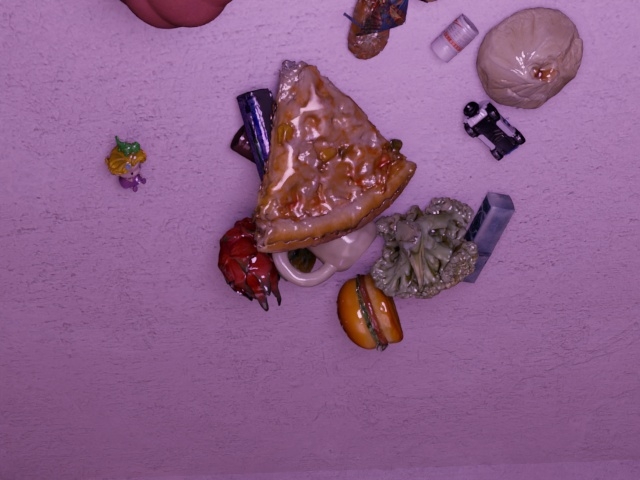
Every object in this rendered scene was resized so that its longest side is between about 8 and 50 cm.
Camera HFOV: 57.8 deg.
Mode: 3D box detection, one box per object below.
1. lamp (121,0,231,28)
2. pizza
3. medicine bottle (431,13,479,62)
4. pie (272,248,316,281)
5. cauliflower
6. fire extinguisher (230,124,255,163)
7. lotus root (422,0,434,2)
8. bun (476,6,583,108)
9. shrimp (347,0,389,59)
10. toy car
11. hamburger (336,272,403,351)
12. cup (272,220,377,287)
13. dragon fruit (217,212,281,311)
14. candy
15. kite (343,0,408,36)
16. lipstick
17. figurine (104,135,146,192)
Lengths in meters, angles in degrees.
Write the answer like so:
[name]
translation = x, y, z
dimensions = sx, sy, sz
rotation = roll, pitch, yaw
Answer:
[lamp]
translation = -0.247, -0.531, 1.031
dimensions = 0.305, 0.239, 0.306
rotation = 5, 101, 28
[pizza]
translation = 0.052, -0.163, 1.358
dimensions = 0.391, 0.080, 0.435
rotation = 9, 96, -27
[medicine bottle]
translation = 0.286, -0.429, 1.232
dimensions = 0.057, 0.057, 0.089
rotation = 32, 127, -26
[pie]
translation = -0.069, 0.026, 1.592
dimensions = 0.041, 0.187, 0.187
rotation = 1, 139, 34
[cauliflower]
translation = 0.259, 0.002, 1.530
dimensions = 0.327, 0.260, 0.281
rotation = -45, 128, -4
[fire extinguisher]
translation = -0.104, -0.211, 1.449
dimensions = 0.231, 0.071, 0.099
rotation = 28, 113, -23
[lotus root]
translation = 0.225, -0.548, 1.077
dimensions = 0.118, 0.125, 0.221
rotation = 44, 136, 17
[bun]
translation = 0.449, -0.371, 1.226
dimensions = 0.220, 0.134, 0.221
rotation = 0, 130, -1
[shrimp]
translation = 0.103, -0.465, 1.220
dimensions = 0.091, 0.043, 0.184
rotation = -5, 140, -3
[toy car]
translation = 0.403, -0.267, 1.371
dimensions = 0.170, 0.070, 0.080
rotation = 32, 127, -28
[hamburger]
translation = 0.139, 0.218, 1.729
dimensions = 0.169, 0.246, 0.246
rotation = -19, 131, 7
[cup]
translation = 0.010, -0.011, 1.472
dimensions = 0.202, 0.255, 0.173
rotation = 42, 139, -1
[dragon fruit]
translation = -0.185, 0.061, 1.603
dimensions = 0.193, 0.192, 0.274
rotation = -5, 91, 0
[candy]
translation = -0.118, -0.196, 1.363
dimensions = 0.061, 0.088, 0.313
rotation = -23, 108, -26
[kite]
translation = 0.133, -0.486, 1.178
dimensions = 0.183, 0.010, 0.160
rotation = -52, 141, 12
[lipstick]
translation = 0.448, -0.006, 1.614
dimensions = 0.076, 0.078, 0.290
rotation = 11, 132, -7
[figurine]
translation = -0.499, -0.206, 1.457
dimensions = 0.114, 0.095, 0.156
rotation = 27, 151, 4
